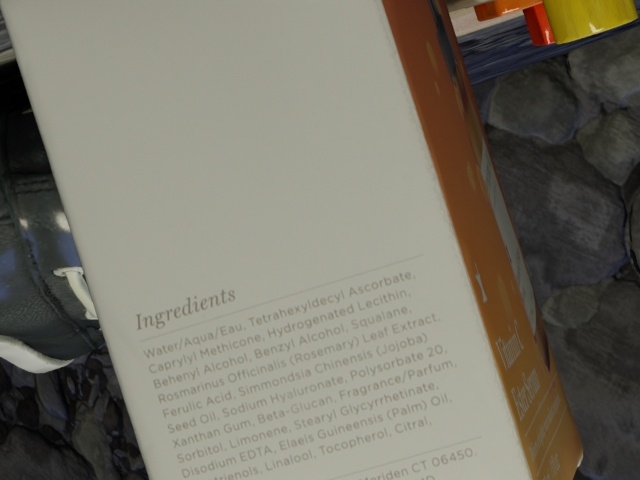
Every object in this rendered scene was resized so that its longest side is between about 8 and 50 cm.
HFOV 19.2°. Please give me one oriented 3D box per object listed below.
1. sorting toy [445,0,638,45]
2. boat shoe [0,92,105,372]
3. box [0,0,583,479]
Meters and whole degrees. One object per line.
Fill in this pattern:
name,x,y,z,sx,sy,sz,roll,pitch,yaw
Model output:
sorting toy,0.142,-0.122,0.839,0.348,0.047,0.196,-18,-179,-3
boat shoe,-0.095,-0.005,0.747,0.091,0.114,0.302,-13,-177,8
box,0.000,0.000,0.503,0.091,0.170,0.130,-17,-178,13
